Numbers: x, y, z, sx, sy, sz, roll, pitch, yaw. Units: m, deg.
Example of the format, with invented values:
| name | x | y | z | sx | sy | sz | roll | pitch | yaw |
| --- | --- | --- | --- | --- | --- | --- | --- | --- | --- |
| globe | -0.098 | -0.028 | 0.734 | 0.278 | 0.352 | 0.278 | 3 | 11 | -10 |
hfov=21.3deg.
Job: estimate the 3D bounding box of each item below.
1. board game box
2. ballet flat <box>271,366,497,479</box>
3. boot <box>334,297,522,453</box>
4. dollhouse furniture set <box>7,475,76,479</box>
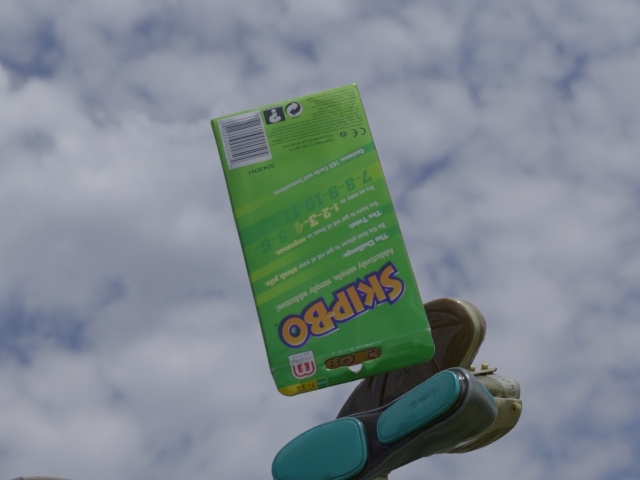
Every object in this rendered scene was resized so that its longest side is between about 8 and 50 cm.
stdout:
| name | x | y | z | sx | sy | sz | roll | pitch | yaw |
| --- | --- | --- | --- | --- | --- | --- | --- | --- | --- |
| board game box | 0.000 | 0.000 | 1.325 | 0.124 | 0.259 | 0.039 | -14 | -33 | -2 |
| ballet flat | 0.057 | 0.177 | 1.454 | 0.213 | 0.072 | 0.068 | -29 | -46 | 26 |
| boot | 0.149 | 0.155 | 1.854 | 0.203 | 0.095 | 0.262 | -2 | -44 | -39 |
| dollhouse furniture set | -0.199 | 0.367 | 2.091 | 0.303 | 0.198 | 0.286 | -17 | -17 | 19 |
